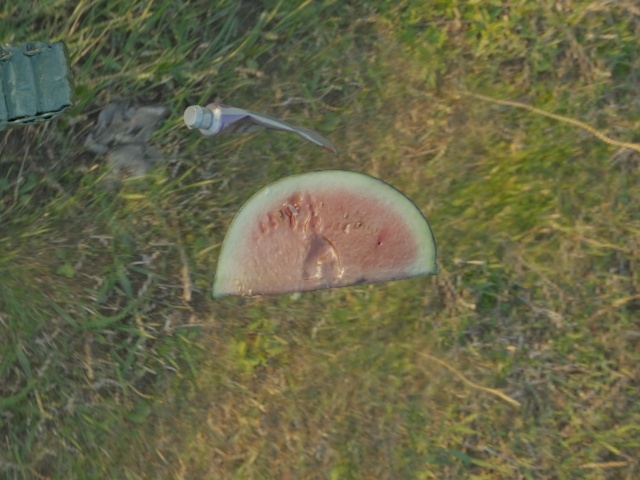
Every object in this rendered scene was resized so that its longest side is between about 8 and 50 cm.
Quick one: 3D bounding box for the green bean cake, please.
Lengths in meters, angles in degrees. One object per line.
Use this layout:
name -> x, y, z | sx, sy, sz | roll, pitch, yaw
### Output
green bean cake -> -0.505, -0.236, 1.539 | 0.241, 0.255, 0.132 | -14, 103, -18

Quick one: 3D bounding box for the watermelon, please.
watermelon -> -0.001, -0.004, 1.381 | 0.303, 0.128, 0.159 | -7, 80, -1

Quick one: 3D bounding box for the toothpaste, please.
toothpaste -> -0.084, -0.166, 1.497 | 0.301, 0.075, 0.048 | 3, 96, -51
